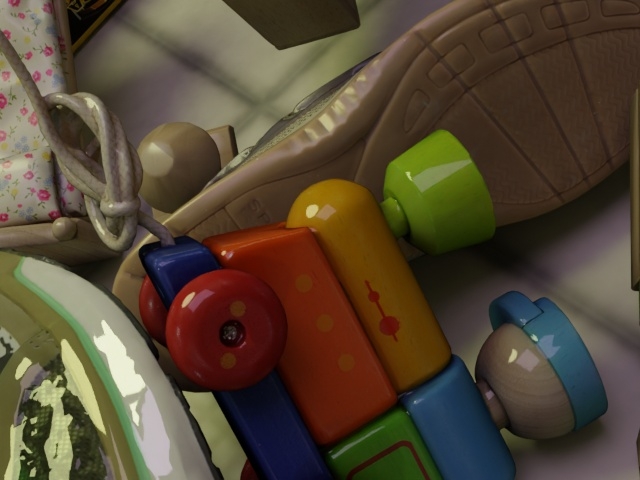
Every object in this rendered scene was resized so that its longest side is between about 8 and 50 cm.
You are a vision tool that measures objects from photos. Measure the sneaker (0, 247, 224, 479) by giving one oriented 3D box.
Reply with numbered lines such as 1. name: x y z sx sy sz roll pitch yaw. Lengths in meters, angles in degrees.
1. sneaker: -0.110 0.149 0.464 0.182 0.158 0.410 -17 41 -21

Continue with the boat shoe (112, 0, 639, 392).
1. boat shoe: 0.034 -0.037 0.621 0.285 0.102 0.092 -35 15 -3

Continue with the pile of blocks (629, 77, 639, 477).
1. pile of blocks: 0.172 0.066 0.452 0.113 0.149 0.362 2 49 4

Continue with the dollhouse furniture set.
1. dollhouse furniture set: -0.182 -0.142 0.668 0.356 0.174 0.303 -13 79 13

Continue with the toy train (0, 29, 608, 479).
1. toy train: 0.000 0.000 0.526 0.143 0.248 0.105 -29 10 -10

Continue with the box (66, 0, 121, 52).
1. box: -0.237 -0.227 0.918 0.322 0.079 0.257 26 71 38
